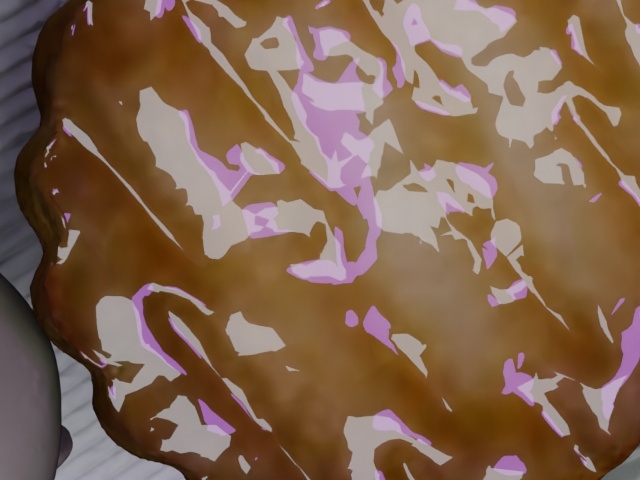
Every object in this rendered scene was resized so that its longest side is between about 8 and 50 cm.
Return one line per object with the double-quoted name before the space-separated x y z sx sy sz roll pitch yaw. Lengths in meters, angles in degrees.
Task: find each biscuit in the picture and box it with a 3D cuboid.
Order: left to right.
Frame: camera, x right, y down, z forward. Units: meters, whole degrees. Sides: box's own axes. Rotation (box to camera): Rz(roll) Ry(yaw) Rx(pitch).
"biscuit" 0.028 -0.030 0.763 0.326 0.107 0.325 -1 92 -14

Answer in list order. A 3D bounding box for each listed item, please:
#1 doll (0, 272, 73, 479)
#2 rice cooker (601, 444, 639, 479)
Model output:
"doll" -0.241 0.011 0.689 0.226 0.215 0.370 -17 119 2
"rice cooker" 0.197 0.083 0.924 0.226 0.226 0.244 -54 132 -5
